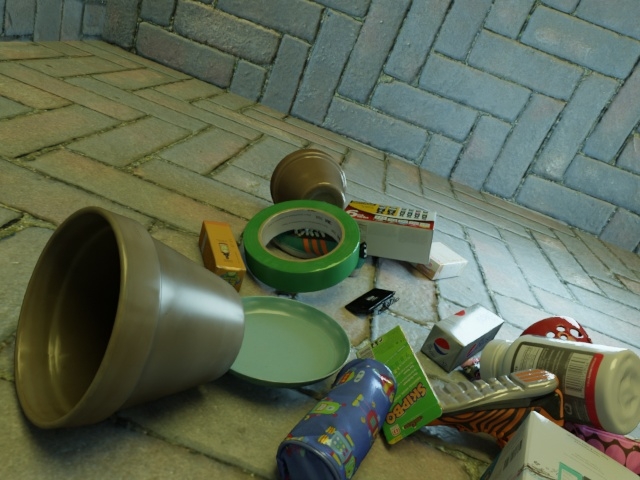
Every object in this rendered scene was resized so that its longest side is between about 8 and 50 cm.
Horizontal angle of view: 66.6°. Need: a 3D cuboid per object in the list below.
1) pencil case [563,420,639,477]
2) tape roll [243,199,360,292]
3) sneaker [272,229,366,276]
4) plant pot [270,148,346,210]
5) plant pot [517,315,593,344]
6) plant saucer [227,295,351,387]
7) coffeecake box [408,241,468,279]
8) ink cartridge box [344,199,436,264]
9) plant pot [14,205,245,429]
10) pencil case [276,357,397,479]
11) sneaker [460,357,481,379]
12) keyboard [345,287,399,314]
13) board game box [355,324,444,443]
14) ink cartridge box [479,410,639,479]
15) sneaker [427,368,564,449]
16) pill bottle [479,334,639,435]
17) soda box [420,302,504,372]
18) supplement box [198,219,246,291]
[{"bbox_3d":[0.625,0.463,1.093,0.209,0.098,0.095,16,25,-10],"label":"pencil case"},{"bbox_3d":[-0.051,0.007,1.357,0.321,0.077,0.321,0,39,0],"label":"tape roll"},{"bbox_3d":[0.000,0.000,1.506,0.302,0.121,0.108,21,24,-1],"label":"sneaker"},{"bbox_3d":[-0.023,-0.151,1.601,0.263,0.263,0.229,13,19,-19],"label":"plant pot"},{"bbox_3d":[0.643,0.324,1.289,0.191,0.191,0.174,15,29,-15],"label":"plant pot"},{"bbox_3d":[-0.095,0.212,1.029,0.318,0.043,0.317,9,21,-4],"label":"plant saucer"},{"bbox_3d":[0.420,0.071,1.774,0.186,0.068,0.142,-3,33,-43],"label":"coffeecake box"},{"bbox_3d":[0.237,-0.046,1.698,0.310,0.130,0.272,9,22,12],"label":"ink cartridge box"},{"bbox_3d":[-0.290,0.133,0.811,0.280,0.323,0.323,19,19,-48],"label":"plant pot"},{"bbox_3d":[0.035,0.322,0.865,0.133,0.119,0.306,-4,13,27],"label":"pencil case"},{"bbox_3d":[0.415,0.334,1.265,0.119,0.047,0.057,0,51,-37],"label":"sneaker"},{"bbox_3d":[0.154,0.182,1.383,0.100,0.038,0.192,8,16,32],"label":"keyboard"},{"bbox_3d":[0.161,0.298,1.025,0.039,0.124,0.259,51,9,-27],"label":"board game box"},{"bbox_3d":[0.360,0.459,0.759,0.197,0.198,0.270,30,26,17],"label":"ink cartridge box"},{"bbox_3d":[0.342,0.385,0.995,0.321,0.180,0.124,-11,2,6],"label":"sneaker"},{"bbox_3d":[0.532,0.310,1.108,0.176,0.176,0.319,4,-4,-34],"label":"pill bottle"},{"bbox_3d":[0.395,0.258,1.337,0.098,0.091,0.286,37,28,31],"label":"soda box"},{"bbox_3d":[-0.260,0.037,1.269,0.078,0.080,0.233,8,26,-26],"label":"supplement box"}]
